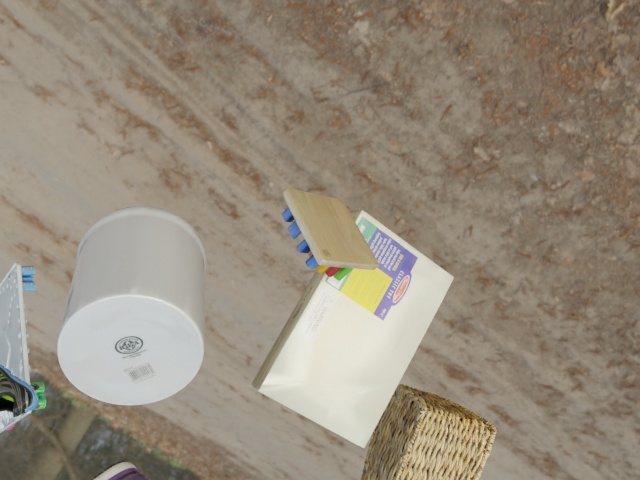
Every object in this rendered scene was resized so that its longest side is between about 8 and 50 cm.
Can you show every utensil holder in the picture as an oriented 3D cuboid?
[{"bbox_3d":[-0.432,0.143,1.472,0.328,0.385,0.327,-5,119,-9],"label":"utensil holder"}]

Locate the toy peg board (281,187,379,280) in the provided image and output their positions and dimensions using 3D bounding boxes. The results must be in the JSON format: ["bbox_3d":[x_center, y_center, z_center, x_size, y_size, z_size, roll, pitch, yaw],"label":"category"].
[{"bbox_3d":[0.000,0.000,1.133,0.161,0.161,0.079,7,137,-49],"label":"toy peg board"}]

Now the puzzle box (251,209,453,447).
[{"bbox_3d":[0.077,0.177,1.258,0.272,0.408,0.052,35,168,-21],"label":"puzzle box"}]

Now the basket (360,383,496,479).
[{"bbox_3d":[0.260,0.541,1.570,0.223,0.299,0.213,20,-179,-16],"label":"basket"}]

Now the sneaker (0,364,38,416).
[{"bbox_3d":[-0.697,0.319,1.334,0.188,0.078,0.067,23,117,16],"label":"sneaker"}]

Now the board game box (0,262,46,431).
[{"bbox_3d":[-0.841,0.306,1.699,0.050,0.389,0.390,2,157,-40],"label":"board game box"}]

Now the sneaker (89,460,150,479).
[{"bbox_3d":[-0.340,0.431,0.871,0.124,0.283,0.107,21,124,31],"label":"sneaker"}]
